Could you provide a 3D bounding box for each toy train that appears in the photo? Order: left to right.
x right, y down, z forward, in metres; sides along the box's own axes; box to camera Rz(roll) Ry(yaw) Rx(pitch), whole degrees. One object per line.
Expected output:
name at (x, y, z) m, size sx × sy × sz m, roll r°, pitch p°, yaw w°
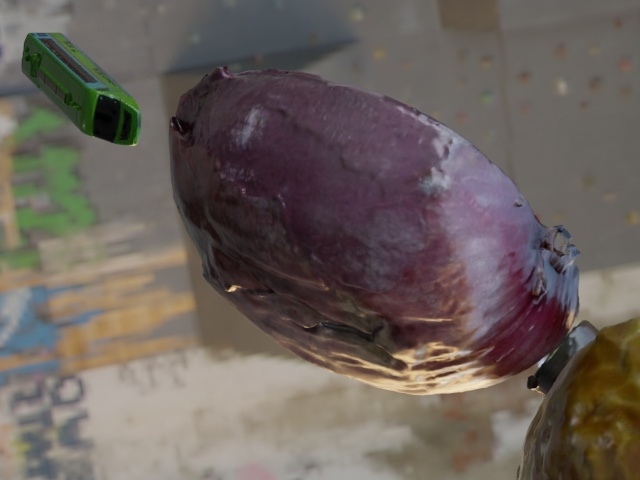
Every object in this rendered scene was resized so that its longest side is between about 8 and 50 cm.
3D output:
toy train at (-0.217, -0.134, 1.692) m, size 0.209 × 0.042 × 0.044 m, roll 41°, pitch -53°, yaw 54°

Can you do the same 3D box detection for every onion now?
onion at (0.000, 0.000, 1.058) m, size 0.283 × 0.120 × 0.227 m, roll 22°, pitch -21°, yaw 41°

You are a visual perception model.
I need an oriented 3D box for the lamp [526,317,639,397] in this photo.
lamp at (0.284, 0.168, 1.512) m, size 0.258 × 0.180 × 0.180 m, roll 42°, pitch -18°, yaw 9°

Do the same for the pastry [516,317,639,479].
pastry at (0.214, 0.179, 1.042) m, size 0.170 × 0.236 × 0.256 m, roll -61°, pitch 180°, yaw -37°
